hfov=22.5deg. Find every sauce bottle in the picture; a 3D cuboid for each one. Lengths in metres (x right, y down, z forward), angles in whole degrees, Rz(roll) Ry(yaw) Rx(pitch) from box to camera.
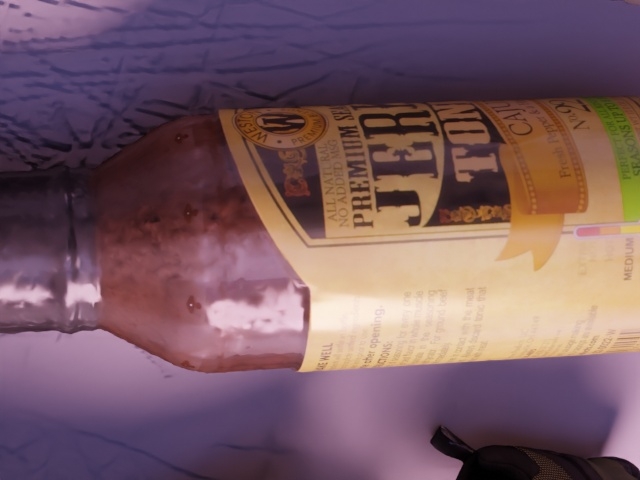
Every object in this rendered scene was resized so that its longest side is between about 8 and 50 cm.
[{"bbox_3d":[0.000,0.000,0.653,0.344,0.111,0.111,-4,116,-12],"label":"sauce bottle"}]

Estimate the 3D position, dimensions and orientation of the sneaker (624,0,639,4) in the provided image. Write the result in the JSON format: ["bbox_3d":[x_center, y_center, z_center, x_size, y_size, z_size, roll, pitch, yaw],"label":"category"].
[{"bbox_3d":[0.096,-0.168,0.604,0.227,0.087,0.130,17,118,-13],"label":"sneaker"}]

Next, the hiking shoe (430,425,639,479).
[{"bbox_3d":[0.098,0.175,0.699,0.114,0.227,0.086,16,120,-15],"label":"hiking shoe"}]
